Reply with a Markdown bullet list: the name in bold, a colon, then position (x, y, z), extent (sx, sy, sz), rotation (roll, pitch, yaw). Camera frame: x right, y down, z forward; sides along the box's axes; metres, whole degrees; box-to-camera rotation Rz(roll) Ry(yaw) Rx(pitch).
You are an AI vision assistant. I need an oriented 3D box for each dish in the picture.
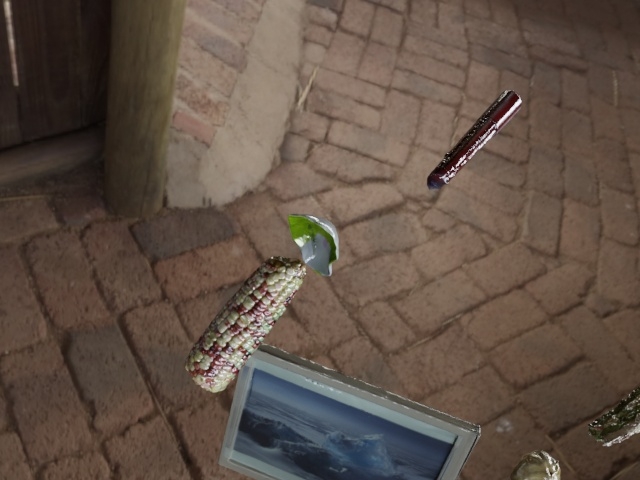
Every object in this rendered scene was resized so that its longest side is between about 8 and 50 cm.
- **dish**: position (0.000, 0.000, 1.055), extent (0.091, 0.137, 0.039), rotation (27, 60, 24)

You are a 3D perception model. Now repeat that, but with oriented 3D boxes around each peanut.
- **peanut**: position (0.357, 0.463, 1.164), extent (0.099, 0.214, 0.099), rotation (13, 23, -5)

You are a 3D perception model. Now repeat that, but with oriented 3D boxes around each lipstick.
- **lipstick**: position (0.149, -0.098, 0.645), extent (0.027, 0.027, 0.176), rotation (34, 48, 14)

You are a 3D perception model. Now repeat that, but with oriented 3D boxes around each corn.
- **corn**: position (-0.116, 0.123, 1.049), extent (0.086, 0.253, 0.086), rotation (37, 8, -6)

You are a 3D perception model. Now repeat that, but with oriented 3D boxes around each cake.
- **cake**: position (0.465, 0.268, 1.025), extent (0.140, 0.055, 0.051), rotation (-10, 36, -36)

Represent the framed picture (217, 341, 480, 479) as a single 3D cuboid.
- **framed picture**: position (0.035, 0.392, 1.278), extent (0.446, 0.326, 0.028), rotation (19, 29, 7)
